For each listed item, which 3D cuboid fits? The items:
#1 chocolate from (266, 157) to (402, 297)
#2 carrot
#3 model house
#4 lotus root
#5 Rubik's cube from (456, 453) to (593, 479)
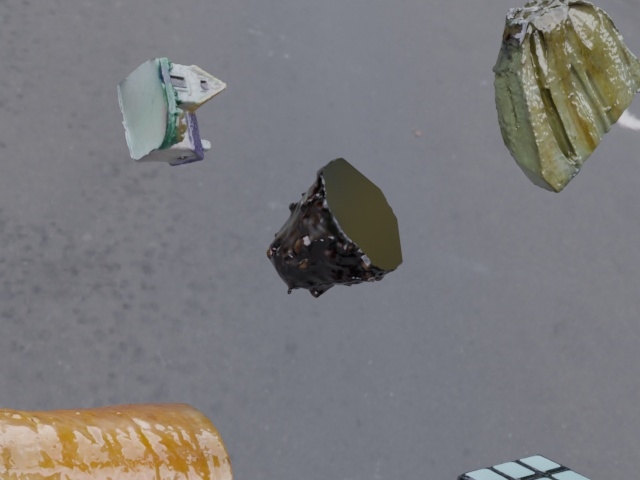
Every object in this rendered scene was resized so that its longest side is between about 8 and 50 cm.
[{"bbox_3d":[0.000,0.000,1.079,0.156,0.133,0.156,41,31,-32],"label":"chocolate"},{"bbox_3d":[-0.221,0.218,0.774,0.254,0.196,0.196,22,24,-47],"label":"carrot"},{"bbox_3d":[-0.159,-0.141,1.046,0.100,0.087,0.101,2,72,-46],"label":"model house"},{"bbox_3d":[0.194,-0.139,0.783,0.143,0.144,0.070,-42,31,-17],"label":"lotus root"},{"bbox_3d":[0.260,0.368,1.114,0.162,0.161,0.163,-2,13,-40],"label":"Rubik's cube"}]
